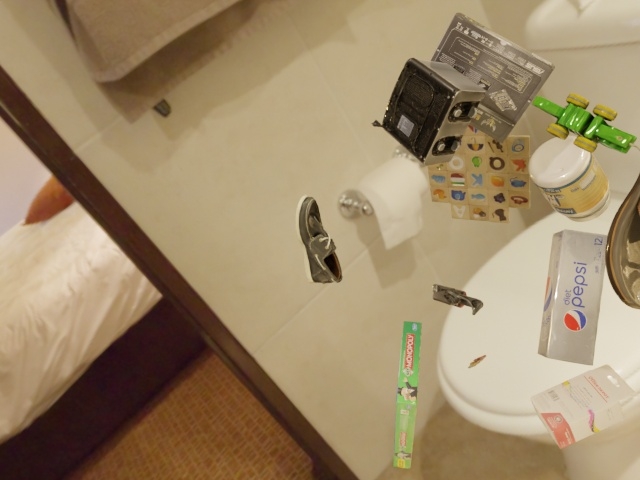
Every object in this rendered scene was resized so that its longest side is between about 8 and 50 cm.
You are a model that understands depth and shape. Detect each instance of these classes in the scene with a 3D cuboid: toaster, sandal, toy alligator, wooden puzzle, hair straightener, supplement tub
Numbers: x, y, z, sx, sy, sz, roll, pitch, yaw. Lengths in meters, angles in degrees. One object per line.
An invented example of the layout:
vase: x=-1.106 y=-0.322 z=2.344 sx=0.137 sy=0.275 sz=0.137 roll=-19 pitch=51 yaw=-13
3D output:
toaster: x=0.220 y=-0.266 z=1.124 sx=0.110 sy=0.168 sz=0.185 roll=-7 pitch=43 yaw=-36
sandal: x=0.368 y=-0.029 z=0.575 sx=0.060 sy=0.090 sz=0.219 roll=-136 pitch=63 yaw=-68
toy alligator: x=0.366 y=-0.140 z=0.716 sx=0.190 sy=0.051 sz=0.056 roll=36 pitch=108 yaw=29
wooden puzzle: x=0.479 y=0.371 z=1.683 sx=0.006 sy=0.083 sz=0.049 roll=53 pitch=127 yaw=29
hair straightener: x=0.287 y=0.130 z=1.215 sx=0.230 sy=0.089 sz=0.047 roll=-130 pitch=56 yaw=-83
supplement tub: x=0.620 y=-0.148 z=1.359 sx=0.144 sy=0.200 sz=0.144 roll=-29 pitch=42 yaw=30

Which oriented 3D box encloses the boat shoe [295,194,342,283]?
boat shoe: x=0.000 y=0.000 z=1.232 sx=0.079 sy=0.233 sz=0.084 roll=7 pitch=38 yaw=26

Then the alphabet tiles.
alphabet tiles: x=0.444 y=-0.196 z=1.559 sx=0.285 sy=0.342 sz=0.011 roll=6 pitch=40 yaw=28

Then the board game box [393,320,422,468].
board game box: x=0.207 y=0.373 z=1.316 sx=0.046 sy=0.317 sz=0.213 roll=5 pitch=45 yaw=10

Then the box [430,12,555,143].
box: x=0.342 y=-0.343 z=1.170 sx=0.183 sy=0.231 sz=0.056 roll=-63 pitch=-8 yaw=33

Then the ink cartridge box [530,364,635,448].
ink cartridge box: x=0.603 y=0.376 z=1.259 sx=0.198 sy=0.067 sz=0.115 roll=-27 pitch=25 yaw=6

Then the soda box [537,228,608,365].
soda box: x=0.557 y=0.124 z=1.221 sx=0.098 sy=0.286 sz=0.091 roll=8 pitch=-5 yaw=8
